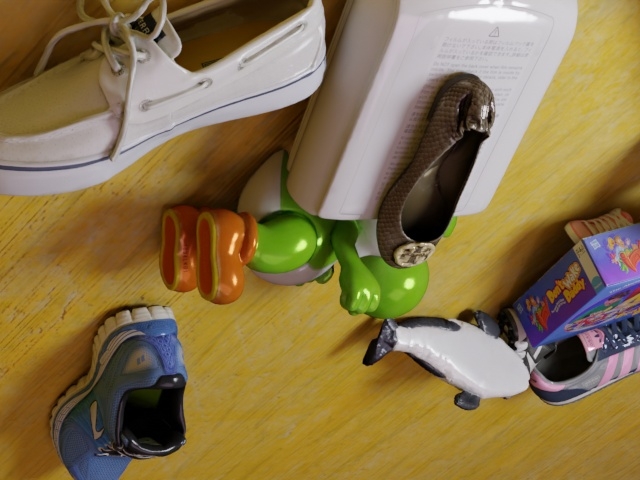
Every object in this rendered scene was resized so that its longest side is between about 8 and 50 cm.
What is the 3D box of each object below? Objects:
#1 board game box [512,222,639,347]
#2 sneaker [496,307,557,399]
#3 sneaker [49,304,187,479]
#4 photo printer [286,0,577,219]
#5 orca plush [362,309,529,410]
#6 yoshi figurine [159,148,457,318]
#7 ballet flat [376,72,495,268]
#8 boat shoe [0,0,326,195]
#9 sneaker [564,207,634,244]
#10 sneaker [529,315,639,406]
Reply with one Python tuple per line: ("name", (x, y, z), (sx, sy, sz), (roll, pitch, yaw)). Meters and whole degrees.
("board game box", (0.494, 0.043, 1.744), (0.347, 0.078, 0.233), (-14, 159, -24))
("sneaker", (0.336, 0.180, 1.879), (0.106, 0.078, 0.234), (-16, 142, -12))
("sneaker", (-0.255, 0.234, 1.483), (0.130, 0.147, 0.330), (-4, 140, -31))
("photo printer", (0.120, -0.167, 1.228), (0.256, 0.107, 0.307), (-3, 132, -31))
("orca plush", (0.179, 0.184, 1.760), (0.287, 0.151, 0.102), (4, 170, -32))
("yoshi figurine", (0.004, 0.028, 1.362), (0.362, 0.203, 0.203), (-7, 148, -31))
("ballet flat", (0.124, -0.059, 1.209), (0.084, 0.058, 0.249), (-3, 132, -30))
("boat shoe", (-0.156, -0.163, 1.039), (0.367, 0.135, 0.156), (-19, 145, -18))
("sneaker", (0.413, -0.021, 1.692), (0.134, 0.051, 0.070), (8, 134, -49))
("sneaker", (0.493, 0.172, 1.947), (0.319, 0.112, 0.131), (-35, 148, 8))
